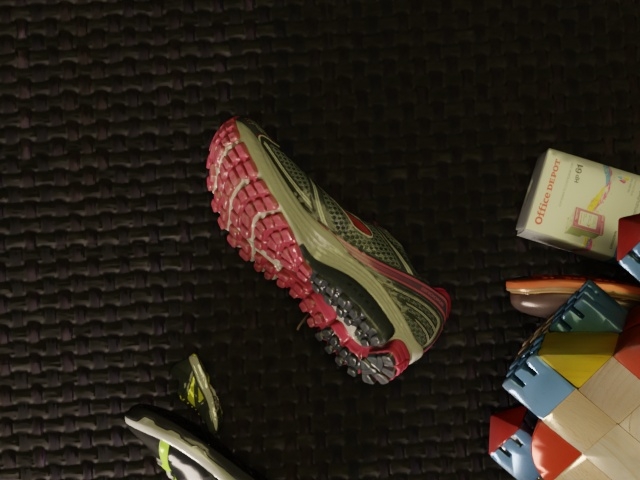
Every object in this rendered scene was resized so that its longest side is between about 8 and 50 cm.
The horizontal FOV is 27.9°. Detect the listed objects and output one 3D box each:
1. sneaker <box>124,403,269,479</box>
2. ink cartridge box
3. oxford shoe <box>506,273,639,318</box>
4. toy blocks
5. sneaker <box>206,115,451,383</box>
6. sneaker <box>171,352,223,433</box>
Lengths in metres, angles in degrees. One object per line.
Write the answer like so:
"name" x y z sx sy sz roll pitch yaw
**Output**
"sneaker" -0.108 0.253 1.249 0.235 0.084 0.097 37 87 2
"ink cartridge box" 0.268 -0.031 1.291 0.123 0.052 0.088 17 86 2
"oxford shoe" 0.310 0.093 1.263 0.272 0.097 0.098 13 92 0
"toy blocks" 0.291 0.154 1.184 0.261 0.191 0.381 40 120 2
"sneaker" 0.000 0.000 1.266 0.112 0.121 0.299 -37 86 -32
"sneaker" -0.123 0.156 1.286 0.035 0.031 0.083 -21 78 4
